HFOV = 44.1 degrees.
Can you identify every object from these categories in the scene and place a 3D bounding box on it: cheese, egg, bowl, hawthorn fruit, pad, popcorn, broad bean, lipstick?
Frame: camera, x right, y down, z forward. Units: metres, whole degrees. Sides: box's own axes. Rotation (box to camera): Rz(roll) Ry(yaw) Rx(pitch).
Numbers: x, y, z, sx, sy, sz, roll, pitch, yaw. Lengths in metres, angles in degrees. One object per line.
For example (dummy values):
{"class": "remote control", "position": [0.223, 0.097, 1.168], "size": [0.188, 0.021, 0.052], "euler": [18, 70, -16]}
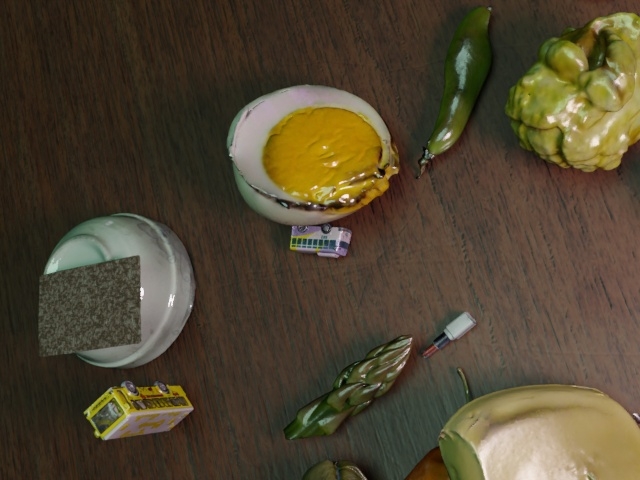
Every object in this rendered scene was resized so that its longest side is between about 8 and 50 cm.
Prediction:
{"class": "cheese", "position": [0.337, 0.327, 1.116], "size": [0.316, 0.128, 0.259], "euler": [-11, 84, -23]}
{"class": "egg", "position": [-0.013, -0.131, 1.395], "size": [0.287, 0.174, 0.264], "euler": [-11, 62, -5]}
{"class": "bowl", "position": [-0.413, 0.089, 1.513], "size": [0.307, 0.163, 0.306], "euler": [-6, 77, 24]}
{"class": "hawthorn fruit", "position": [0.220, 0.342, 1.227], "size": [0.165, 0.165, 0.285], "euler": [9, 59, 24]}
{"class": "pad", "position": [-0.415, 0.120, 1.412], "size": [0.235, 0.003, 0.158], "euler": [-11, 74, 23]}
{"class": "popcorn", "position": [0.408, -0.215, 1.210], "size": [0.256, 0.254, 0.194], "euler": [-13, 49, -7]}
{"class": "broad bean", "position": [0.238, -0.261, 1.367], "size": [0.075, 0.067, 0.324], "euler": [16, 82, 37]}
{"class": "lipstick", "position": [0.209, 0.160, 1.310], "size": [0.107, 0.025, 0.025], "euler": [-41, 65, 16]}

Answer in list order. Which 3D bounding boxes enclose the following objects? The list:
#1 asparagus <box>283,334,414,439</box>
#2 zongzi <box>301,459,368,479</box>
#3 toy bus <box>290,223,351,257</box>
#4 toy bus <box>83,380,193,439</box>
{"class": "asparagus", "position": [0.057, 0.253, 1.325], "size": [0.287, 0.080, 0.080], "euler": [-46, 66, 16]}
{"class": "zongzi", "position": [0.084, 0.491, 1.254], "size": [0.275, 0.125, 0.250], "euler": [19, 53, -13]}
{"class": "toy bus", "position": [0.000, 0.000, 1.416], "size": [0.102, 0.052, 0.058], "euler": [4, 82, 25]}
{"class": "toy bus", "position": [-0.316, 0.297, 1.385], "size": [0.081, 0.226, 0.074], "euler": [-41, 71, 8]}
